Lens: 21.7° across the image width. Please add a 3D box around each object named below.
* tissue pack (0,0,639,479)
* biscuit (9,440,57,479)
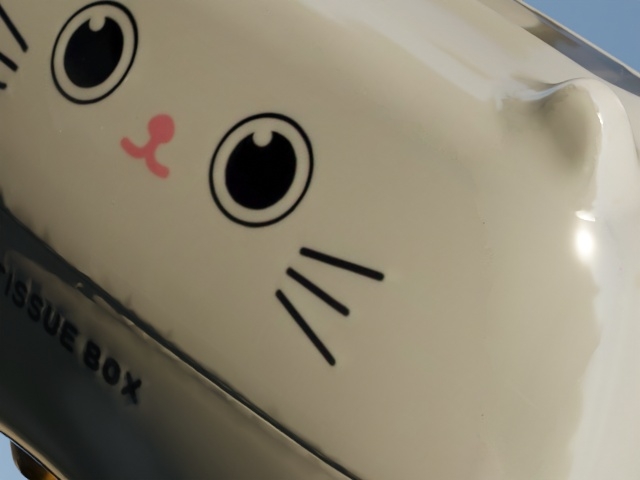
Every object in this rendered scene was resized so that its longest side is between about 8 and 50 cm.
[{"bbox_3d":[0.000,0.000,0.598,0.333,0.229,0.236,36,-63,29],"label":"tissue pack"},{"bbox_3d":[-0.080,-0.013,0.963,0.062,0.237,0.290,-10,-95,63],"label":"biscuit"}]
